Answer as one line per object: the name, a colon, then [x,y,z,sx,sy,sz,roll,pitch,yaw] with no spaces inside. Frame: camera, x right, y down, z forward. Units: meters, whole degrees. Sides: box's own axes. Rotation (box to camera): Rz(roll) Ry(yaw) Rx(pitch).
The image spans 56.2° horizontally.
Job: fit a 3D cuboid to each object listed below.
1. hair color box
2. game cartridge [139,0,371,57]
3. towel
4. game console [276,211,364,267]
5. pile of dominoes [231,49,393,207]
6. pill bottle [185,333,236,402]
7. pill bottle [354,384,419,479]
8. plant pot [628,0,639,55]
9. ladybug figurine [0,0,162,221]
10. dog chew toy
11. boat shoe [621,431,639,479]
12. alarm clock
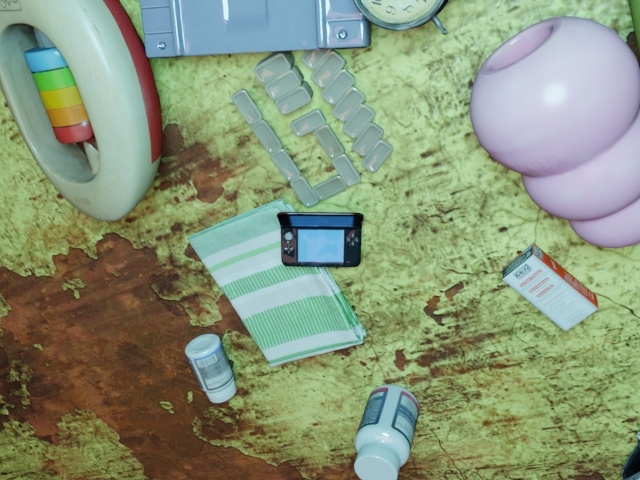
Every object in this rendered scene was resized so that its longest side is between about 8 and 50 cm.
hair color box: [0.375,0.077,0.981,0.141,0.043,0.072,39,124,-6]
game cartridge: [-0.105,-0.388,0.859,0.355,0.068,0.230,3,112,18]
towel: [-0.084,0.093,1.160,0.248,0.038,0.325,-21,110,29]
game console: [0.000,0.000,1.024,0.144,0.085,0.124,1,109,2]
pile of dominoes: [-0.007,-0.195,0.980,0.196,0.040,0.251,-23,116,25]
pill bottle: [-0.233,0.278,1.294,0.078,0.078,0.137,-6,116,22]
pill bottle: [0.125,0.377,1.159,0.108,0.180,0.108,9,121,15]
plant pot: [0.483,-0.216,0.668,0.275,0.275,0.293,-34,89,32]
ladybug figurine: [-0.384,-0.253,0.977,0.305,0.162,0.449,12,125,31]
dog chew toy: [0.345,-0.122,0.794,0.206,0.207,0.332,-28,114,30]
boat shoe: [0.588,0.368,1.052,0.065,0.075,0.206,9,125,11]
alarm clock: [0.086,-0.341,0.760,0.192,0.064,0.129,20,116,10]
